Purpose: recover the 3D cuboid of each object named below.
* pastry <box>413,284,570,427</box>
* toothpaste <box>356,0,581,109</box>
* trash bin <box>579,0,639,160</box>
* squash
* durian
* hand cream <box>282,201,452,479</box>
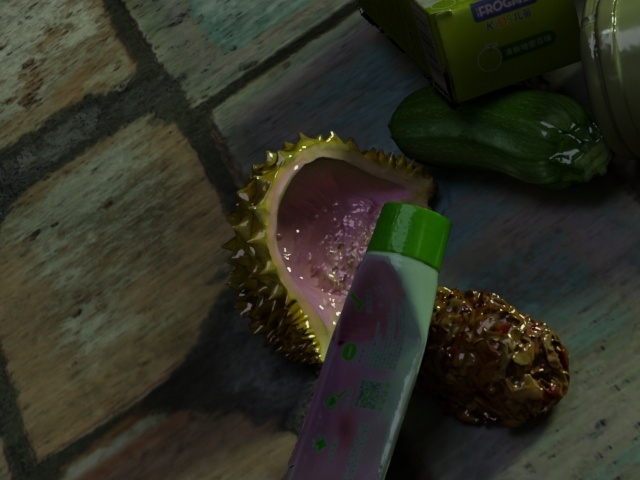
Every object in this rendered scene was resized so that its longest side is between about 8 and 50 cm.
[{"bbox_3d":[0.095,0.069,1.225,0.169,0.063,0.087,12,59,50],"label":"pastry"},{"bbox_3d":[0.106,-0.199,1.470,0.110,0.077,0.327,-21,23,-4],"label":"toothpaste"},{"bbox_3d":[0.321,-0.178,1.290,0.247,0.121,0.243,-12,39,28],"label":"trash bin"},{"bbox_3d":[0.136,-0.081,1.374,0.077,0.068,0.219,-41,32,-23],"label":"squash"},{"bbox_3d":[-0.001,0.002,1.378,0.132,0.165,0.182,24,85,9],"label":"durian"},{"bbox_3d":[0.025,0.109,1.198,0.079,0.050,0.275,-16,54,68],"label":"hand cream"}]
